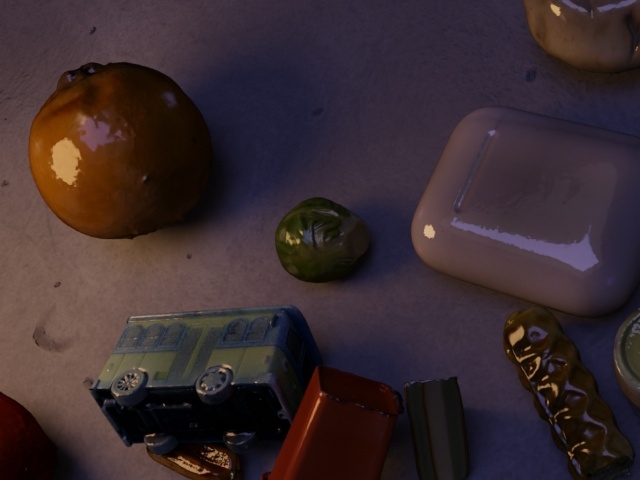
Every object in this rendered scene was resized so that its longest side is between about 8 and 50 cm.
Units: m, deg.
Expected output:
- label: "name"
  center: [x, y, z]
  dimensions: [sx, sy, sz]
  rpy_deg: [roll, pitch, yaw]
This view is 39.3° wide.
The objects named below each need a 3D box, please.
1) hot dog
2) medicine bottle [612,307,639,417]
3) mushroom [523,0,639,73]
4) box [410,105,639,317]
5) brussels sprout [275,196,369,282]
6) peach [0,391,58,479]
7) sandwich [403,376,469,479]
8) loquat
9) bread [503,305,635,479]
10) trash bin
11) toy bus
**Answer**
- label: "hot dog"
  center: [-0.203, 0.343, 1.423]
  dimensions: [0.188, 0.055, 0.072]
  rpy_deg: [17, 53, 32]
- label: "medicine bottle"
  center: [0.464, 0.169, 1.175]
  dimensions: [0.147, 0.143, 0.147]
  rpy_deg: [-12, 57, 19]
- label: "mushroom"
  center: [0.448, -0.433, 1.365]
  dimensions: [0.314, 0.336, 0.314]
  rpy_deg: [-8, 70, 24]
- label: "box"
  center: [0.327, -0.050, 1.342]
  dimensions: [0.349, 0.141, 0.288]
  rpy_deg: [18, 75, 28]
- label: "brussels sprout"
  center: [-0.002, 0.000, 1.471]
  dimensions: [0.155, 0.117, 0.155]
  rpy_deg: [-17, 54, 25]
- label: "peach"
  center: [-0.613, 0.387, 1.441]
  dimensions: [0.373, 0.373, 0.289]
  rpy_deg: [14, 104, 28]
- label: "sandwich"
  center: [0.164, 0.266, 1.237]
  dimensions: [0.079, 0.163, 0.113]
  rpy_deg: [-8, 63, 5]
- label: "loquat"
  center: [-0.352, -0.157, 1.583]
  dimensions: [0.329, 0.328, 0.328]
  rpy_deg: [-9, 62, 19]
- label: "bread"
  center: [0.335, 0.208, 1.239]
  dimensions: [0.087, 0.098, 0.269]
  rpy_deg: [-23, 58, -2]
- label: "trash bin"
  center: [0.014, 0.308, 1.217]
  dimensions: [0.161, 0.184, 0.238]
  rpy_deg: [17, 103, -7]
- label: "toy bus"
  center: [-0.173, 0.214, 1.388]
  dimensions: [0.312, 0.152, 0.190]
  rpy_deg: [-5, 38, 21]
